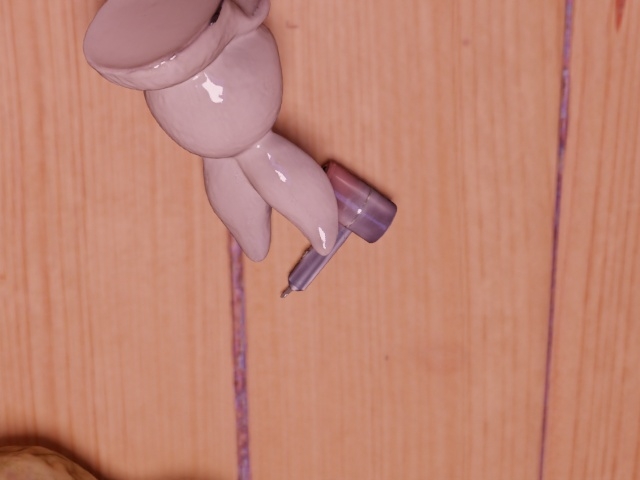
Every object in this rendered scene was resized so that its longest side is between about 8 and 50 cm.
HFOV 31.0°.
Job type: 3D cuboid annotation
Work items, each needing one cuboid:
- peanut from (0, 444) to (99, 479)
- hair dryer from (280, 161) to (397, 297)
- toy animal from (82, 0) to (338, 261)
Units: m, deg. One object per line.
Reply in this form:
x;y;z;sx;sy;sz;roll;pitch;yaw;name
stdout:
-0.149;0.245;0.896;0.298;0.120;0.136;24;108;-14;peanut
0.000;0.000;0.880;0.063;0.037;0.114;33;109;-14;hair dryer
-0.059;-0.090;0.815;0.103;0.131;0.221;-9;138;25;toy animal
